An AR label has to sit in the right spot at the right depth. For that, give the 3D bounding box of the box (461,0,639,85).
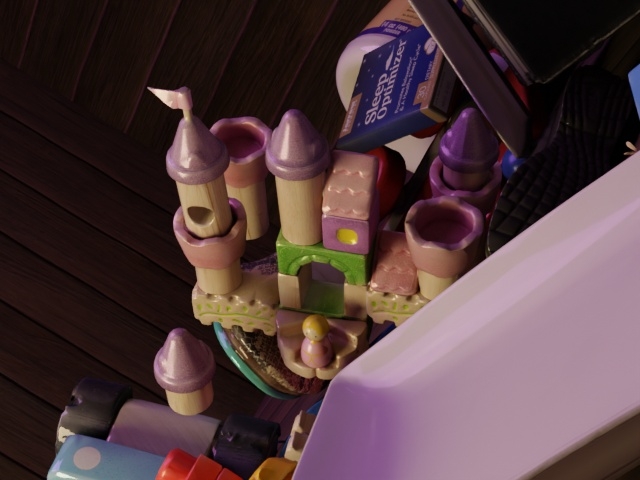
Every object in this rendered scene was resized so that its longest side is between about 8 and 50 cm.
[{"bbox_3d":[0.174,-0.447,1.289,0.297,0.480,0.472,-37,7,11],"label":"box"}]

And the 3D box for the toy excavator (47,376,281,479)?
[{"bbox_3d":[-0.201,0.336,1.224,0.433,0.222,0.445,95,-170,-48],"label":"toy excavator"}]

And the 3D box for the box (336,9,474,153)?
[{"bbox_3d":[0.088,-0.180,1.515,0.225,0.036,0.136,-20,49,57],"label":"box"}]

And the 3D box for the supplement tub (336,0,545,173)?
[{"bbox_3d":[0.205,-0.273,1.749,0.331,0.241,0.241,-49,-2,-23],"label":"supplement tub"}]

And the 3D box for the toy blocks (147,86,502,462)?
[{"bbox_3d":[0.000,0.000,1.072,0.260,0.288,0.309,87,-163,-47],"label":"toy blocks"}]

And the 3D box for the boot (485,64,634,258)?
[{"bbox_3d":[0.203,-0.027,1.134,0.246,0.083,0.161,-58,-9,-33],"label":"boot"}]

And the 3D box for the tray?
[{"bbox_3d":[0.124,-0.194,1.177,0.030,0.270,0.145,-34,-5,13],"label":"tray"}]

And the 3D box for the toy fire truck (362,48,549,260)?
[{"bbox_3d":[0.172,-0.068,1.489,0.302,0.169,0.254,-58,26,12],"label":"toy fire truck"}]

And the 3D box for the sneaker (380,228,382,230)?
[{"bbox_3d":[0.164,-0.040,1.786,0.262,0.099,0.121,-61,7,-24],"label":"sneaker"}]

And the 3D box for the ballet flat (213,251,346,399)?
[{"bbox_3d":[-0.008,0.073,1.415,0.182,0.164,0.483,-40,-6,-1],"label":"ballet flat"}]

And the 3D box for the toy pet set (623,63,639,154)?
[{"bbox_3d":[0.246,-0.095,0.942,0.122,0.065,0.114,-60,2,-15],"label":"toy pet set"}]

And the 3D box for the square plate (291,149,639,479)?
[{"bbox_3d":[0.120,0.068,0.703,0.344,0.049,0.347,-37,9,19],"label":"square plate"}]

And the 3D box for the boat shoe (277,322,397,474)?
[{"bbox_3d":[0.043,0.202,1.372,0.258,0.109,0.089,-40,-16,-34],"label":"boat shoe"}]

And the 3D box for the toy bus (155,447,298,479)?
[{"bbox_3d":[-0.018,0.209,0.842,0.149,0.211,0.220,-58,3,-22],"label":"toy bus"}]
